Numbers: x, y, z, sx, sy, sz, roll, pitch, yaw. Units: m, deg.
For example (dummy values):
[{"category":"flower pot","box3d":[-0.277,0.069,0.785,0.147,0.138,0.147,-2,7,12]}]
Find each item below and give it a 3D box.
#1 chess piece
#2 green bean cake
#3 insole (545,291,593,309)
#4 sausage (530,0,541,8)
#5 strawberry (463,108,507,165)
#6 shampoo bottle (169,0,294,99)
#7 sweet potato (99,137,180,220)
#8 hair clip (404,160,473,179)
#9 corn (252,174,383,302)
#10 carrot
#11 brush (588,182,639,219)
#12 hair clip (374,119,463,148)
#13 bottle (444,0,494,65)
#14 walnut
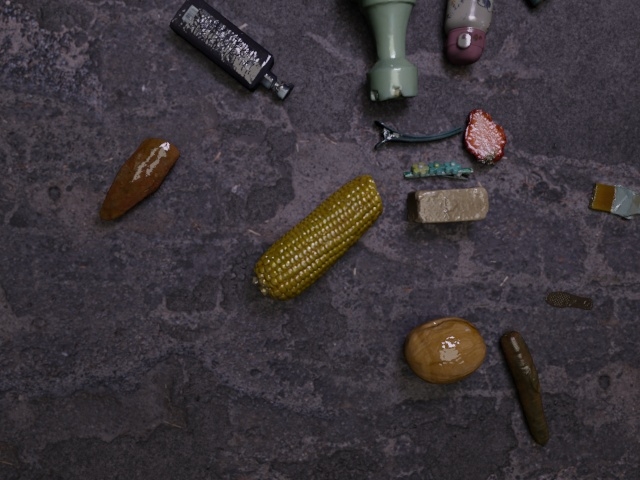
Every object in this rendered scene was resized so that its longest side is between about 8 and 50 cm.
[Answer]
[{"category":"chess piece","box3d":[0.162,-0.484,1.064,0.195,0.194,0.299,-7,104,-3]},{"category":"green bean cake","box3d":[0.312,-0.087,1.130,0.179,0.109,0.085,-3,94,-4]},{"category":"insole","box3d":[0.671,0.163,1.224,0.135,0.002,0.045,11,94,-5]},{"category":"sausage","box3d":[0.479,-0.701,1.110,0.083,0.083,0.264,-39,95,0]},{"category":"strawberry","box3d":[0.415,-0.259,1.157,0.104,0.048,0.152,-11,81,4]},{"category":"shampoo bottle","box3d":[-0.202,-0.446,1.088,0.309,0.071,0.098,37,90,-5]},{"category":"sweet potato","box3d":[-0.439,-0.143,1.094,0.097,0.097,0.251,42,96,-6]},{"category":"hair clip","box3d":[0.301,-0.180,1.160,0.173,0.049,0.049,0,94,-2]},{"category":"corn","box3d":[0.000,0.000,1.102,0.387,0.144,0.144,-40,96,1]},{"category":"carrot","box3d":[0.554,0.400,1.206,0.070,0.070,0.342,-20,97,-2]},{"category":"brush","box3d":[0.880,-0.085,1.210,0.337,0.020,0.085,11,93,-4]},{"category":"hair clip","box3d":[0.249,-0.267,1.153,0.230,0.039,0.070,-1,95,-8]},{"category":"bottle","box3d":[0.358,-0.546,1.098,0.110,0.110,0.233,6,93,-4]},{"category":"walnut","box3d":[0.307,0.272,1.129,0.197,0.165,0.165,-21,95,-5]}]
